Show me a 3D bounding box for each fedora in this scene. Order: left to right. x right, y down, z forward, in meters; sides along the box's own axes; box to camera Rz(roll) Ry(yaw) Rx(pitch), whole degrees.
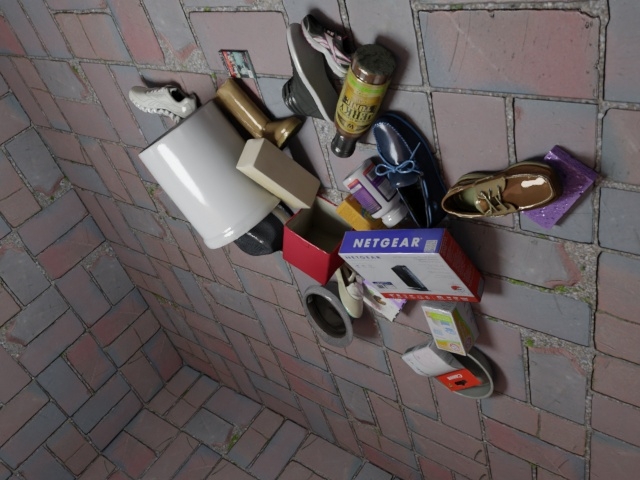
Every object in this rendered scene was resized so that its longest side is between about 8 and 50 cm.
[{"bbox_3d":[-0.236,-0.035,2.265,0.334,0.152,0.334,29,146,21],"label":"fedora"},{"bbox_3d":[0.055,0.270,2.334,0.243,0.124,0.276,-14,110,51],"label":"fedora"}]

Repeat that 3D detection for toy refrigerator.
[{"bbox_3d":[-0.131,-0.207,1.889,0.094,0.102,0.269,5,159,45],"label":"toy refrigerator"}]

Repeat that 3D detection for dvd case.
[{"bbox_3d":[-0.253,-0.535,1.817,0.119,0.013,0.087,16,140,38],"label":"dvd case"}]

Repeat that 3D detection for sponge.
[{"bbox_3d":[0.546,-0.119,1.417,0.117,0.031,0.210,37,149,11],"label":"sponge"}]

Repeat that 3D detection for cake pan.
[{"bbox_3d":[0.489,0.447,2.136,0.293,0.054,0.293,29,146,22],"label":"cake pan"}]

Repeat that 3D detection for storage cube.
[{"bbox_3d":[0.000,0.000,2.016,0.215,0.184,0.193,32,147,16],"label":"storage cube"}]

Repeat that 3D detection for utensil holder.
[{"bbox_3d":[-0.358,-0.222,1.982,0.327,0.327,0.386,-11,120,53],"label":"utensil holder"}]

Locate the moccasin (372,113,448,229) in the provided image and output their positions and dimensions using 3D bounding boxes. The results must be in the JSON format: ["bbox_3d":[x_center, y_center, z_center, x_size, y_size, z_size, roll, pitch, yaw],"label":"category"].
[{"bbox_3d":[0.243,-0.177,1.599,0.342,0.117,0.137,53,147,-17],"label":"moccasin"}]

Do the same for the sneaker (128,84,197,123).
[{"bbox_3d":[-0.549,-0.501,2.112,0.292,0.110,0.118,23,136,15],"label":"sneaker"}]

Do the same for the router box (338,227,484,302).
[{"bbox_3d":[0.271,0.078,1.775,0.335,0.082,0.301,-2,149,39],"label":"router box"}]

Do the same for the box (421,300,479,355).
[{"bbox_3d":[0.423,0.259,1.936,0.114,0.103,0.203,10,136,42],"label":"box"}]

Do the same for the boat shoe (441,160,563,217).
[{"bbox_3d":[0.424,-0.104,1.442,0.324,0.119,0.123,-7,113,60],"label":"boat shoe"}]

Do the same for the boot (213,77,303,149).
[{"bbox_3d":[-0.201,-0.396,1.857,0.269,0.089,0.236,47,148,-5],"label":"boot"}]

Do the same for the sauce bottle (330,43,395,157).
[{"bbox_3d":[0.098,-0.347,1.564,0.111,0.111,0.344,36,149,11],"label":"sauce bottle"}]

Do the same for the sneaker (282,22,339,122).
[{"bbox_3d":[-0.060,-0.442,1.613,0.146,0.105,0.296,10,144,36],"label":"sneaker"}]

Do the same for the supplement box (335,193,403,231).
[{"bbox_3d":[0.163,-0.054,1.874,0.233,0.078,0.080,41,148,2],"label":"supplement box"}]

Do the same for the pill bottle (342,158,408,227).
[{"bbox_3d":[0.165,-0.134,1.746,0.193,0.108,0.108,48,148,-8],"label":"pill bottle"}]

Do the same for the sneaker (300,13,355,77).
[{"bbox_3d":[0.031,-0.504,1.508,0.178,0.072,0.077,48,125,-6],"label":"sneaker"}]

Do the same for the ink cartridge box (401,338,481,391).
[{"bbox_3d":[0.424,0.459,2.121,0.232,0.066,0.189,48,148,0],"label":"ink cartridge box"}]

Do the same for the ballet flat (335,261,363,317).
[{"bbox_3d":[0.104,0.151,2.092,0.086,0.086,0.249,90,164,-50],"label":"ballet flat"}]

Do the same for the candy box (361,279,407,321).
[{"bbox_3d":[0.228,0.173,2.080,0.164,0.070,0.196,35,147,11],"label":"candy box"}]
